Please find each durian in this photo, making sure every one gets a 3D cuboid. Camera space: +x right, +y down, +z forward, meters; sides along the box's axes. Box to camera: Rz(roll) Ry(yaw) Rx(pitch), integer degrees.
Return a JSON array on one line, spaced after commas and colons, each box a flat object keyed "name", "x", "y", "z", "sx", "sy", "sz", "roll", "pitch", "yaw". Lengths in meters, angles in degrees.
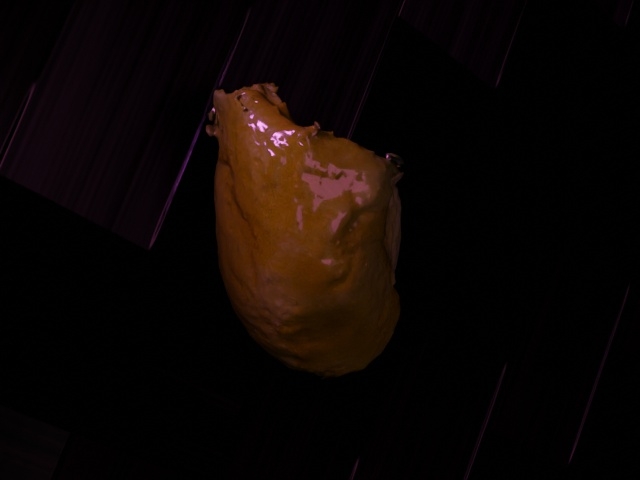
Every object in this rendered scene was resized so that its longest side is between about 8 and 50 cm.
[{"name": "durian", "x": 0.000, "y": 0.000, "z": 1.470, "sx": 0.256, "sy": 0.204, "sz": 0.339, "roll": -9, "pitch": 102, "yaw": -52}]
